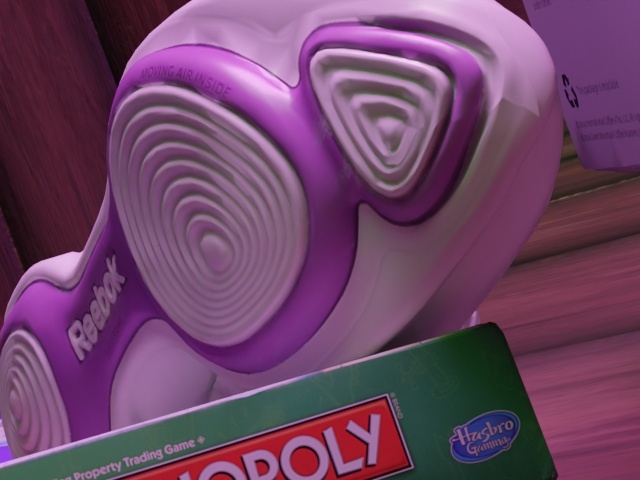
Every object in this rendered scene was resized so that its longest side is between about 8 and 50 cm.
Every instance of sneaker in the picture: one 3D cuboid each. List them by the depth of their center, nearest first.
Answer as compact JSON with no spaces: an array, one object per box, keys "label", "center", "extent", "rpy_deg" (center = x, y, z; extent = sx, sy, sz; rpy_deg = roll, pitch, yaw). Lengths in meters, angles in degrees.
[{"label":"sneaker","center":[0.000,0.000,0.573],"extent":[0.152,0.114,0.305],"rpy_deg":[-13,-15,-30]}]

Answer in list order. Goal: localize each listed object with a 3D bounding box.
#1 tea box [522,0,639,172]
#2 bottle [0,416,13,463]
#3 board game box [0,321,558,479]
[{"label":"tea box","center":[0.251,-0.177,0.705],"extent":[0.324,0.220,0.329],"rpy_deg":[-21,5,-4]},{"label":"bottle","center":[-0.130,0.124,0.931],"extent":[0.118,0.092,0.283],"rpy_deg":[-20,5,12]},{"label":"board game box","center":[-0.087,0.113,0.548],"extent":[0.214,0.046,0.317],"rpy_deg":[-14,-14,-21]}]
